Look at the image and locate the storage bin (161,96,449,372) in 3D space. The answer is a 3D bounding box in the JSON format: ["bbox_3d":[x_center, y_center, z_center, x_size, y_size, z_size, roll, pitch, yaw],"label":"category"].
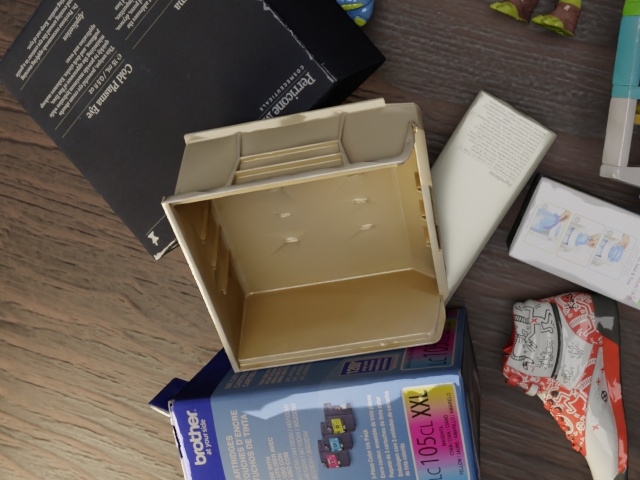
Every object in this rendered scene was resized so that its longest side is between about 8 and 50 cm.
[{"bbox_3d":[0.000,0.000,0.921,0.261,0.123,0.262,-9,130,8],"label":"storage bin"}]

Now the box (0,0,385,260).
[{"bbox_3d":[-0.161,-0.210,1.017,0.343,0.179,0.312,-40,90,30],"label":"box"}]

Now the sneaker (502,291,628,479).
[{"bbox_3d":[0.311,0.201,1.078,0.145,0.090,0.270,-5,95,13],"label":"sneaker"}]

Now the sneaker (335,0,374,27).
[{"bbox_3d":[-0.016,-0.296,1.075,0.188,0.078,0.067,-4,136,25],"label":"sneaker"}]

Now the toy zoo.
[{"bbox_3d":[0.414,-0.170,0.968,0.192,0.030,0.293,-1,102,-28],"label":"toy zoo"}]

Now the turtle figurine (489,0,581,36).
[{"bbox_3d":[0.282,-0.366,0.992,0.270,0.087,0.217,29,108,28],"label":"turtle figurine"}]

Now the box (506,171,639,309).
[{"bbox_3d":[0.342,0.003,1.024,0.203,0.114,0.103,23,102,8],"label":"box"}]

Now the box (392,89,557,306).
[{"bbox_3d":[0.175,-0.046,1.060,0.113,0.094,0.275,34,104,4],"label":"box"}]

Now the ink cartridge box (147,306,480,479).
[{"bbox_3d":[-0.007,0.204,1.044,0.396,0.270,0.151,-10,98,12],"label":"ink cartridge box"}]
